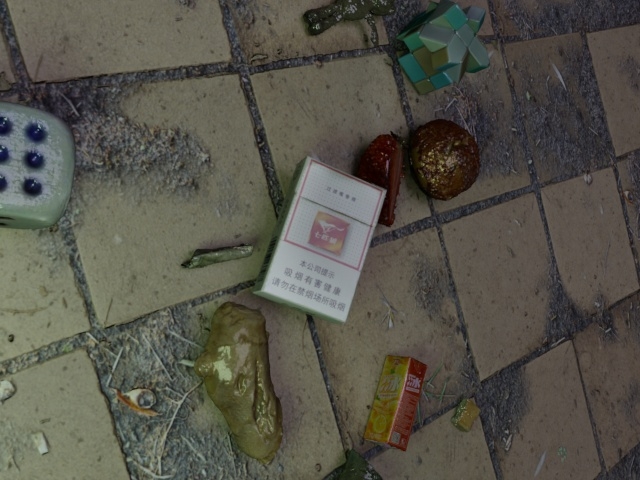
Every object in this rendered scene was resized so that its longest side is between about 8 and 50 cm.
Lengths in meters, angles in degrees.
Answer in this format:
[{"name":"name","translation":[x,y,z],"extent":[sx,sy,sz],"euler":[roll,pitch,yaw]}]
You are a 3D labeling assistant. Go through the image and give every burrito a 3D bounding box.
[{"name":"burrito","translation":[-0.222,0.032,1.494],"extent":[0.171,0.051,0.042],"euler":[-9,83,-37]}]

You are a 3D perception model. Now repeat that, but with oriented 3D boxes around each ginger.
[{"name":"ginger","translation":[-0.163,0.305,1.456],"extent":[0.190,0.126,0.353],"euler":[-21,95,-42]}]

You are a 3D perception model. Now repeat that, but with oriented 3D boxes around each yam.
[{"name":"yam","translation":[0.075,0.600,1.614],"extent":[0.107,0.107,0.183],"euler":[45,63,-23]}]

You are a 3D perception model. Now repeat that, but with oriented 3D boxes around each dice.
[{"name":"dice","translation":[-0.547,-0.126,1.186],"extent":[0.194,0.192,0.193],"euler":[11,79,-37]}]

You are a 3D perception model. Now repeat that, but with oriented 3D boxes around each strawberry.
[{"name":"strawberry","translation":[0.149,-0.168,1.770],"extent":[0.175,0.107,0.235],"euler":[65,38,-53]}]

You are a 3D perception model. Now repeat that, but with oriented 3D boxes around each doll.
[{"name":"doll","translation":[0.079,-0.622,1.789],"extent":[0.286,0.091,0.202],"euler":[-3,74,-26]}]

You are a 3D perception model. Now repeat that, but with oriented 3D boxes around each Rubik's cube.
[{"name":"Rubik's cube","translation":[0.356,-0.548,1.895],"extent":[0.224,0.213,0.265],"euler":[50,56,-20]}]

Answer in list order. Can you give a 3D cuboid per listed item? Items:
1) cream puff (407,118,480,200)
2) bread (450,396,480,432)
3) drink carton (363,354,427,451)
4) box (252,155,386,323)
[{"name":"cream puff","translation":[0.345,-0.223,1.877],"extent":[0.240,0.164,0.239],"euler":[-3,95,-45]},{"name":"bread","translation":[0.408,0.490,1.914],"extent":[0.070,0.035,0.083],"euler":[40,69,-25]},{"name":"drink carton","translation":[0.190,0.407,1.723],"extent":[0.071,0.096,0.222],"euler":[30,67,-30]},{"name":"box","translation":[-0.001,0.000,1.556],"extent":[0.210,0.095,0.330],"euler":[23,74,-16]}]
